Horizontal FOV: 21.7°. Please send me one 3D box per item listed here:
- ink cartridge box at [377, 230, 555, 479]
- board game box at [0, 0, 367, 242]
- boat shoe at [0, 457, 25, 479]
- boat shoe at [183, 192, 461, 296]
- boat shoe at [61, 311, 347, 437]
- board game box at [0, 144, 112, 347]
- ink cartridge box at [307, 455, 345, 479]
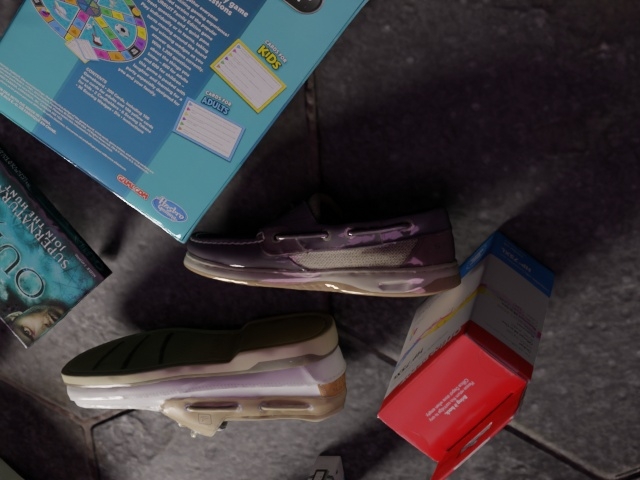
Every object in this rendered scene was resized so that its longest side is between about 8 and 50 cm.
[{"bbox_3d":[0.134,0.108,1.542,0.078,0.231,0.134,38,123,-8],"label":"ink cartridge box"},{"bbox_3d":[-0.134,-0.195,1.532,0.253,0.079,0.336,36,123,-6],"label":"board game box"},{"bbox_3d":[-0.372,0.305,1.900,0.227,0.079,0.081,35,119,-10],"label":"boat shoe"},{"bbox_3d":[0.000,0.000,1.604,0.285,0.103,0.092,4,97,28],"label":"boat shoe"},{"bbox_3d":[-0.120,0.150,1.714,0.302,0.113,0.103,-7,112,19],"label":"boat shoe"},{"bbox_3d":[-0.318,0.003,1.705,0.126,0.026,0.186,-41,92,22],"label":"board game box"},{"bbox_3d":[0.003,0.272,1.767,0.028,0.083,0.048,-1,120,17],"label":"ink cartridge box"}]
